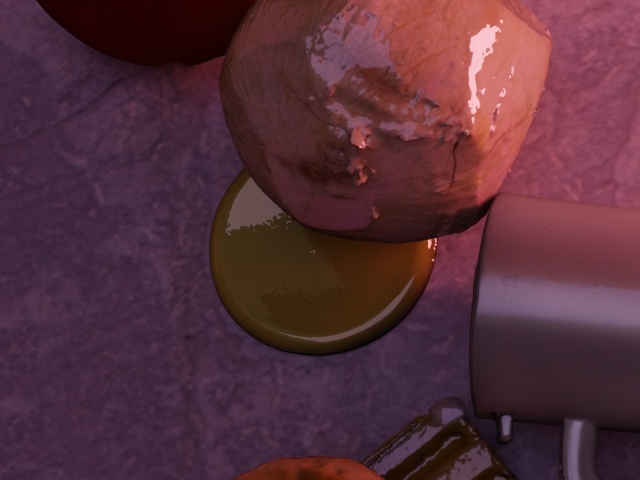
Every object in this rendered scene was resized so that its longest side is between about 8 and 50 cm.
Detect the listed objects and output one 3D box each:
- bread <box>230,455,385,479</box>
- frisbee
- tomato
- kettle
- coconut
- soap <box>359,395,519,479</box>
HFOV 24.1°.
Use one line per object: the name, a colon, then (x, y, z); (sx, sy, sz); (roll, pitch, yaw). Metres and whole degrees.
bread: (-0.013, 0.302, 1.262); (0.244, 0.134, 0.244); (-9, 53, 12)
frisbee: (0.000, 0.000, 1.499); (0.236, 0.017, 0.236); (-4, 74, 13)
tomato: (-0.172, -0.316, 1.519); (0.299, 0.226, 0.298); (-3, 78, 13)
kettle: (0.293, 0.093, 1.292); (0.318, 0.205, 0.265); (6, 44, 12)
coconut: (0.050, -0.132, 1.369); (0.297, 0.297, 0.254); (14, 64, 17)
soap: (0.075, 0.264, 1.378); (0.233, 0.076, 0.135); (-39, 69, 0)
